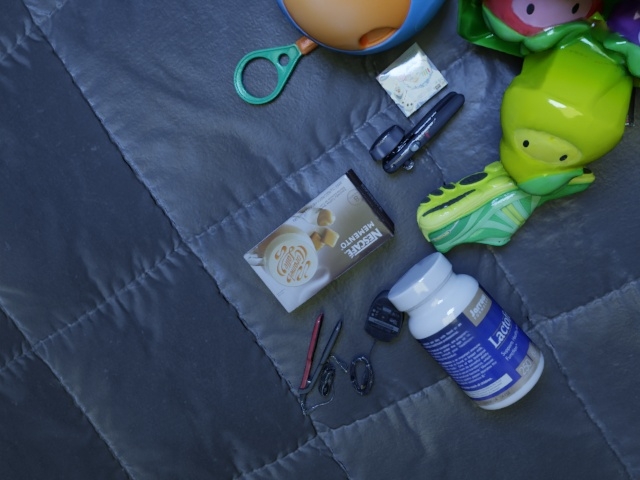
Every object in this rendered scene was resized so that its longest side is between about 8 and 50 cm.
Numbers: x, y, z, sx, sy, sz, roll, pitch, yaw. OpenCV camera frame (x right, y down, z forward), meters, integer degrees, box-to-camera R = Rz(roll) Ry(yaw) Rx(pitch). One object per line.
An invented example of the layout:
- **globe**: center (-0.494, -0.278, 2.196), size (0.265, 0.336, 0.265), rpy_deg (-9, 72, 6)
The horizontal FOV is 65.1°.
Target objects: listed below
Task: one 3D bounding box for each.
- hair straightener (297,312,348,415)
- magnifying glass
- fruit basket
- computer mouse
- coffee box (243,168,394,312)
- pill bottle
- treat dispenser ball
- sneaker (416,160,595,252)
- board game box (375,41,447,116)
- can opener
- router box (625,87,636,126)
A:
- **hair straightener**: center (0.009, 0.263, 1.020), size (0.089, 0.047, 0.231), rpy_deg (17, 106, 6)
- **magnifying glass**: center (-0.058, -0.333, 0.908), size (0.231, 0.026, 0.092), rpy_deg (-31, 96, 17)
- **fruit basket**: center (0.349, -0.240, 0.662), size (0.391, 0.283, 0.392), rpy_deg (0, 91, 14)
- **computer mouse**: center (0.111, 0.203, 0.998), size (0.071, 0.041, 0.242), rpy_deg (23, 113, 13)
- **coffee box**: center (0.000, 0.000, 0.933), size (0.246, 0.098, 0.141), rpy_deg (-37, 94, 16)
- **pill bottle**: center (0.254, 0.157, 0.895), size (0.153, 0.153, 0.265), rpy_deg (-43, 93, 16)
- **treat dispenser ball**: center (0.059, -0.422, 0.726), size (0.288, 0.288, 0.288), rpy_deg (2, 103, 10)
- **sneaker**: center (0.316, -0.065, 0.873), size (0.295, 0.109, 0.124), rpy_deg (-19, 127, 10)
- **board game box**: center (0.160, -0.281, 0.880), size (0.090, 0.020, 0.090), rpy_deg (-38, 95, 16)
- **can opener**: center (0.175, -0.189, 0.876), size (0.186, 0.059, 0.073), rpy_deg (-38, 125, 13)
- **router box**: center (0.450, -0.231, 0.829), size (0.122, 0.038, 0.092), rpy_deg (-1, 102, 11)
